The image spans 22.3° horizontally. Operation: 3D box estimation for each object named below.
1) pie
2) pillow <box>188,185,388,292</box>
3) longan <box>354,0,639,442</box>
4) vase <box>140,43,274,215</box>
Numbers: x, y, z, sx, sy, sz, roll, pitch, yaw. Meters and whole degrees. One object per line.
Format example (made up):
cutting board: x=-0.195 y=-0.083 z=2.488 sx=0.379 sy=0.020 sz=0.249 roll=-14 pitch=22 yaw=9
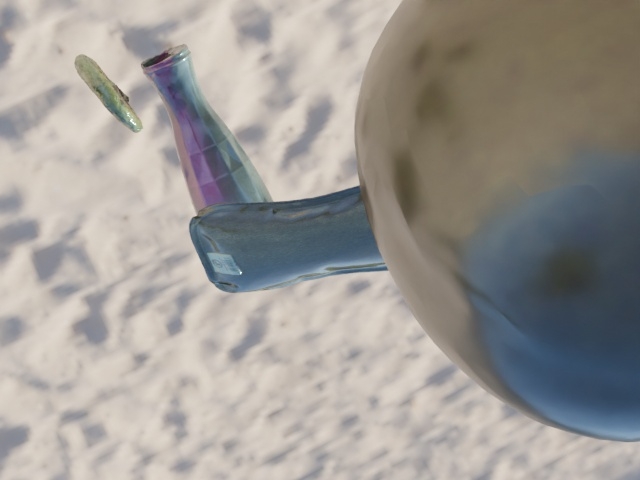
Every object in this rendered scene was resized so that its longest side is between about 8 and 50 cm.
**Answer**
pie: x=-0.174 y=-0.121 z=1.347 sx=0.021 sy=0.084 sz=0.084 roll=-40 pitch=160 yaw=-2
pillow: x=0.000 y=-0.001 z=1.417 sx=0.217 sy=0.033 sz=0.130 roll=-11 pitch=142 yaw=8
longan: x=0.189 y=-0.050 z=1.073 sx=0.361 sy=0.361 sz=0.361 roll=-24 pitch=159 yaw=-10
vase: x=-0.129 y=-0.109 z=1.798 sx=0.086 sy=0.214 sz=0.086 roll=-22 pitch=-163 yaw=7
